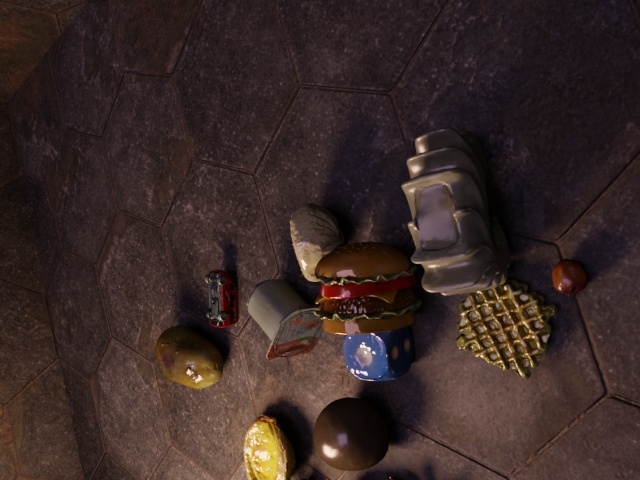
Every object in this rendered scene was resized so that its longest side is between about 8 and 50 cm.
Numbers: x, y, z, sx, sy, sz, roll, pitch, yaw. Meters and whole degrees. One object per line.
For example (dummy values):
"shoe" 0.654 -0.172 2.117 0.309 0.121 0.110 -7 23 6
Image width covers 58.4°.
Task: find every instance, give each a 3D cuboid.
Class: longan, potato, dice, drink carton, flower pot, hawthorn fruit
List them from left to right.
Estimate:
"potato" -0.470 0.424 2.044 0.307 0.173 0.210 14 101 42
"drink carton" -0.106 0.221 1.720 0.189 0.185 0.191 46 124 42
"longan" 0.078 0.528 1.563 0.220 0.196 0.196 -16 84 43
"dice" 0.154 0.282 1.504 0.146 0.146 0.143 -6 92 40
"flower pot" 0.296 -0.067 1.260 0.164 0.254 0.367 -14 82 37
"hawthorn fruit" 0.527 0.078 1.211 0.077 0.077 0.077 5 97 41

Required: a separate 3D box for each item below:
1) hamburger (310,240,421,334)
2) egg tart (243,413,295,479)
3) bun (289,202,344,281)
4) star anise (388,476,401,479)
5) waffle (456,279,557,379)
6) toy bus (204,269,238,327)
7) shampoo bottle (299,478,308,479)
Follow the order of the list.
"hamburger" 0.111 0.109 1.442 0.274 0.274 0.212 -4 93 41
"egg tart" -0.158 0.697 1.841 0.279 0.095 0.279 -9 78 54
"bun" 0.000 0.000 1.595 0.134 0.220 0.220 -11 86 12
"star anise" 0.227 0.710 1.505 0.212 0.111 0.196 -10 82 49
"waffle" 0.421 0.187 1.320 0.223 0.054 0.204 22 106 38
"toy bus" -0.334 0.194 1.957 0.081 0.089 0.195 3 97 40
"shampoo bottle" -0.097 0.862 1.804 0.104 0.104 0.278 43 119 30
